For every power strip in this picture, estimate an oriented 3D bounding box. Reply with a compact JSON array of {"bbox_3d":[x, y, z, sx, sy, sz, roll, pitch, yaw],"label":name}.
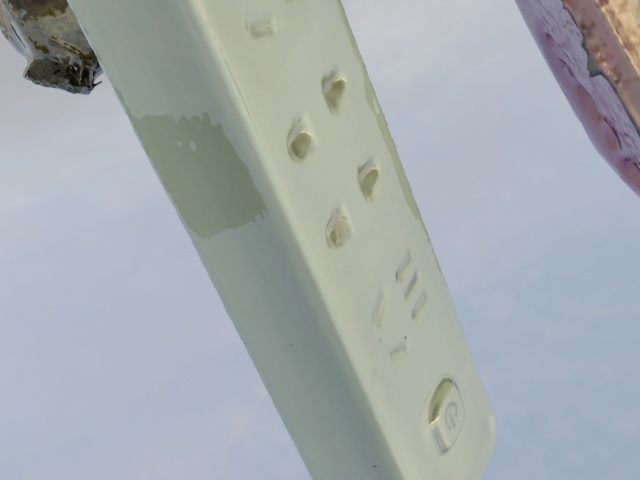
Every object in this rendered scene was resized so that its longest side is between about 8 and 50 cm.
[{"bbox_3d":[0.000,0.000,0.598,0.062,0.385,0.091,2,-137,31],"label":"power strip"}]

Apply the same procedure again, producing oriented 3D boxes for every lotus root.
[{"bbox_3d":[-0.113,-0.152,0.663,0.080,0.179,0.089,7,165,-21],"label":"lotus root"}]

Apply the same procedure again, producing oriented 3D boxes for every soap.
[{"bbox_3d":[0.192,-0.159,0.861,0.127,0.325,0.220,-31,-157,5],"label":"soap"}]
